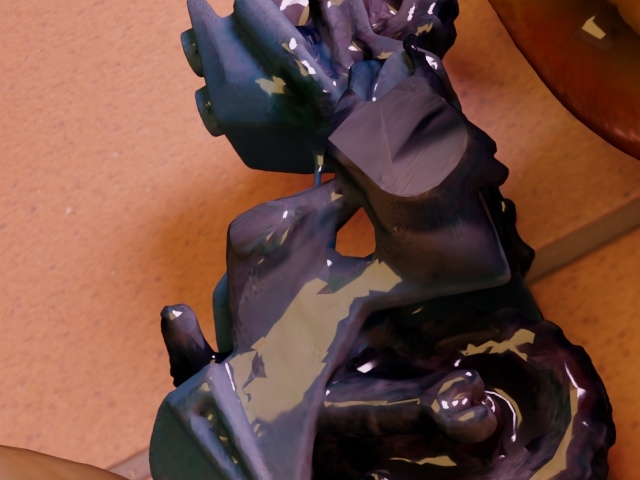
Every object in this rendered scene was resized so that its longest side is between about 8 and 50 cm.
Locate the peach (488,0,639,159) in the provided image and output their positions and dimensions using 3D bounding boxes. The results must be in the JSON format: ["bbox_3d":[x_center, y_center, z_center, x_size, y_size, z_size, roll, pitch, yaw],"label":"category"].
[{"bbox_3d":[0.241,-0.186,0.857,0.332,0.308,0.308,-36,44,-7],"label":"peach"}]

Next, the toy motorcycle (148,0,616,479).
[{"bbox_3d":[0.000,0.000,0.945,0.232,0.172,0.416,-21,56,9],"label":"toy motorcycle"}]

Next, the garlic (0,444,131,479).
[{"bbox_3d":[-0.121,0.200,0.825,0.151,0.196,0.338,-51,20,0],"label":"garlic"}]
